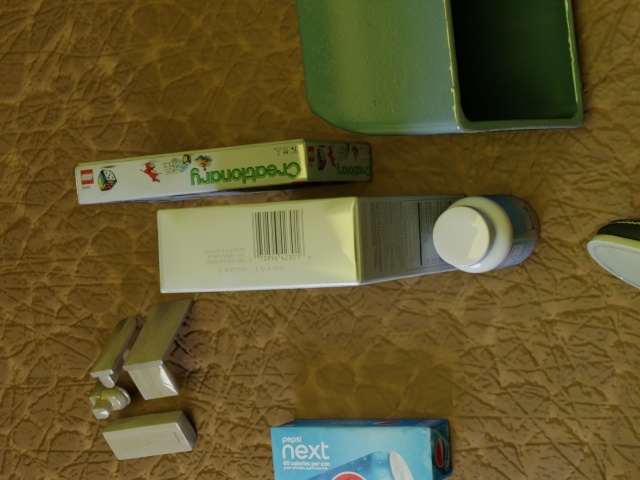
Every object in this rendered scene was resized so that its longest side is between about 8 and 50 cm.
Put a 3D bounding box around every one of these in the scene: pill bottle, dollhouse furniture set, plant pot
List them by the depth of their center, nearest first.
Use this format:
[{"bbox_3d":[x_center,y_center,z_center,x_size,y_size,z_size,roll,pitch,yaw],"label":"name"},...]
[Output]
[{"bbox_3d":[0.113,-0.232,1.773,0.252,0.248,0.247,-5,91,41],"label":"plant pot"},{"bbox_3d":[0.184,-0.008,1.788,0.087,0.160,0.087,1,93,24],"label":"pill bottle"},{"bbox_3d":[-0.216,0.181,2.055,0.144,0.123,0.151,-11,123,25],"label":"dollhouse furniture set"}]

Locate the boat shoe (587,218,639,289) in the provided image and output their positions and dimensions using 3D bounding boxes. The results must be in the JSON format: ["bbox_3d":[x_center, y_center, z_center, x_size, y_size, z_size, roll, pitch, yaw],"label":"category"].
[{"bbox_3d":[0.461,0.015,1.694,0.340,0.127,0.113,13,69,31],"label":"boat shoe"}]

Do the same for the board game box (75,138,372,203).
[{"bbox_3d":[-0.114,-0.081,1.903,0.305,0.193,0.053,-5,90,25],"label":"board game box"}]

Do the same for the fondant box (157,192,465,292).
[{"bbox_3d":[0.000,0.000,1.779,0.238,0.330,0.096,-3,90,25],"label":"fondant box"}]

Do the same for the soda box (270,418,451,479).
[{"bbox_3d":[0.049,0.255,1.915,0.210,0.067,0.071,-3,91,25],"label":"soda box"}]
